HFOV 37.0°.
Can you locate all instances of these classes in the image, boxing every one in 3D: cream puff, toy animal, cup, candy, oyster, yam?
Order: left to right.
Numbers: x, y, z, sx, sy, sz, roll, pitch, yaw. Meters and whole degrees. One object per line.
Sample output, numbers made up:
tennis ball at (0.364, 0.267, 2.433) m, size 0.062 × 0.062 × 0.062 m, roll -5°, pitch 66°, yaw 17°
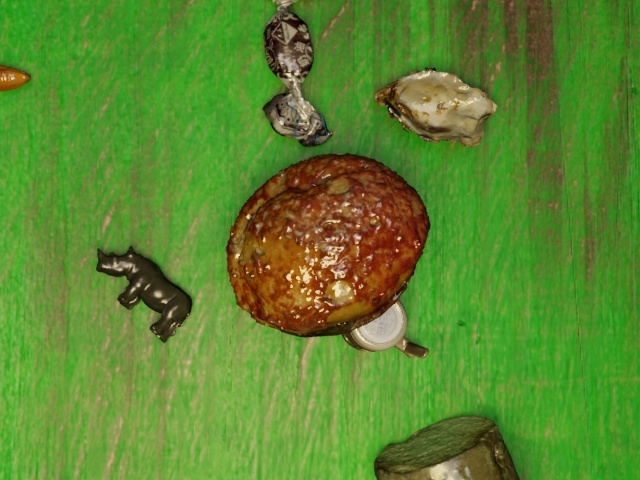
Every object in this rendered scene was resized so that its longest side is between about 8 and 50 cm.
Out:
toy animal at (-0.214, 0.055, 1.141) m, size 0.136 × 0.047 × 0.065 m, roll 41°, pitch 77°, yaw 1°
candy at (-0.032, -0.228, 1.186) m, size 0.094 × 0.051 × 0.226 m, roll -6°, pitch 87°, yaw -17°
cream puff at (-0.001, 0.000, 1.071) m, size 0.240 × 0.240 × 0.164 m, roll -45°, pitch 133°, yaw -8°
cup at (0.069, 0.108, 1.135) m, size 0.074 × 0.099 × 0.102 m, roll -30°, pitch 88°, yaw -7°
oyster at (0.139, -0.163, 1.192) m, size 0.148 × 0.051 × 0.103 m, roll 25°, pitch 65°, yaw -3°
yam at (0.173, 0.347, 1.096) m, size 0.161 × 0.161 × 0.268 m, roll -19°, pitch 84°, yaw -7°

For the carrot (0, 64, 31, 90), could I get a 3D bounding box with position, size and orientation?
carrot at (-0.486, -0.188, 1.134) m, size 0.271 × 0.062 × 0.066 m, roll -17°, pitch 53°, yaw -11°
